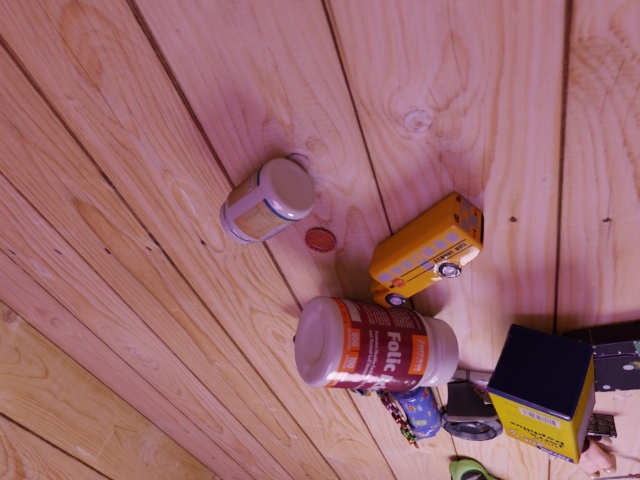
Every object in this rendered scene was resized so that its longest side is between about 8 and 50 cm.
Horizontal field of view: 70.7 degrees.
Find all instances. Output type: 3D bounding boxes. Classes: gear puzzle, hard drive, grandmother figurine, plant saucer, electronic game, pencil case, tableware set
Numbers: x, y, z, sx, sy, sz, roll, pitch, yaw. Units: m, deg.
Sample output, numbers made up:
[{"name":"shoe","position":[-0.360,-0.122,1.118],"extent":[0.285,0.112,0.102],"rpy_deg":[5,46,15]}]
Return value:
[{"name":"gear puzzle","position":[0.271,0.636,1.622],"extent":[0.044,0.175,0.339],"rpy_deg":[-33,117,-6]},{"name":"hard drive","position":[0.829,0.289,1.136],"extent":[0.339,0.064,0.237],"rpy_deg":[-20,126,36]},{"name":"grandmother figurine","position":[0.872,0.697,1.543],"extent":[0.208,0.104,0.342],"rpy_deg":[-38,114,14]},{"name":"plant saucer","position":[0.000,0.000,1.170],"extent":[0.084,0.013,0.083],"rpy_deg":[11,139,10]},{"name":"electronic game","position":[0.554,0.683,1.674],"extent":[0.229,0.048,0.229],"rpy_deg":[10,139,9]},{"name":"pencil case","position":[0.334,0.570,1.579],"extent":[0.133,0.119,0.306],"rpy_deg":[-16,129,15]},{"name":"tableware set","position":[0.193,0.587,1.725],"extent":[0.154,0.024,0.104],"rpy_deg":[26,138,-9]}]

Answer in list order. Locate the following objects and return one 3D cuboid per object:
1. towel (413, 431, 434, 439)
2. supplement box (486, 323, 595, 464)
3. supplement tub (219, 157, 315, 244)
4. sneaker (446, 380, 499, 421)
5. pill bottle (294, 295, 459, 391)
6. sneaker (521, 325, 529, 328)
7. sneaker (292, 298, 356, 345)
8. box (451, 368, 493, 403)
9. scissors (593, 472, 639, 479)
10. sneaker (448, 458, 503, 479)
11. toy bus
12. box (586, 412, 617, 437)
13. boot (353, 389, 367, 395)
[{"name":"towel","position":[0.413,0.790,1.857],"extent":[0.067,0.029,0.119],"rpy_deg":[34,137,-16]},{"name":"supplement box","position":[0.596,0.412,1.200],"extent":[0.195,0.194,0.356],"rpy_deg":[12,148,40]},{"name":"supplement tub","position":[-0.125,-0.083,1.029],"extent":[0.144,0.144,0.200],"rpy_deg":[41,134,-23]},{"name":"sneaker","position":[0.491,0.506,1.434],"extent":[0.222,0.118,0.083],"rpy_deg":[10,164,-33]},{"name":"pill bottle","position":[0.151,0.278,1.186],"extent":[0.392,0.224,0.224],"rpy_deg":[11,143,-25]},{"name":"sneaker","position":[0.566,0.260,1.226],"extent":[0.083,0.032,0.037],"rpy_deg":[21,139,-2]},{"name":"sneaker","position":[0.026,0.251,1.372],"extent":[0.296,0.104,0.147],"rpy_deg":[-13,128,24]},{"name":"box","position":[0.523,0.480,1.476],"extent":[0.186,0.038,0.145],"rpy_deg":[3,136,16]},{"name":"scissors","position":[1.103,0.815,1.569],"extent":[0.297,0.021,0.109],"rpy_deg":[6,146,-14]},{"name":"sneaker","position":[0.736,1.147,1.991],"extent":[0.483,0.202,0.185],"rpy_deg":[35,137,-17]},{"name":"toy bus","position":[0.228,0.038,1.054],"extent":[0.130,0.108,0.333],"rpy_deg":[34,137,-16]},{"name":"box","position":[0.886,0.585,1.431],"extent":[0.083,0.067,0.018],"rpy_deg":[-2,133,21]},{"name":"boot","position":[0.124,0.458,1.563],"extent":[0.069,0.086,0.190],"rpy_deg":[-12,130,30]}]
